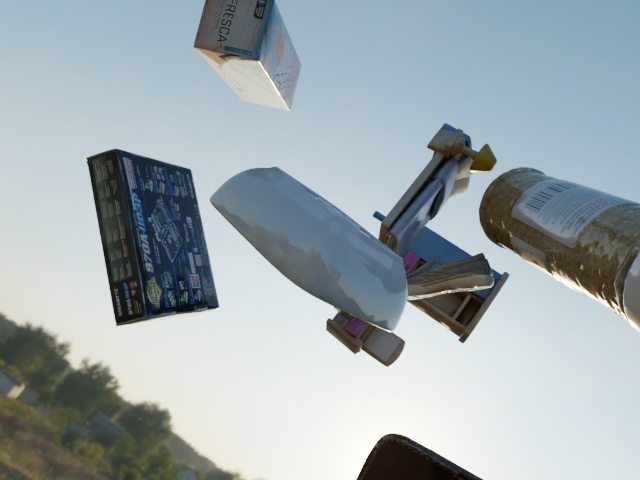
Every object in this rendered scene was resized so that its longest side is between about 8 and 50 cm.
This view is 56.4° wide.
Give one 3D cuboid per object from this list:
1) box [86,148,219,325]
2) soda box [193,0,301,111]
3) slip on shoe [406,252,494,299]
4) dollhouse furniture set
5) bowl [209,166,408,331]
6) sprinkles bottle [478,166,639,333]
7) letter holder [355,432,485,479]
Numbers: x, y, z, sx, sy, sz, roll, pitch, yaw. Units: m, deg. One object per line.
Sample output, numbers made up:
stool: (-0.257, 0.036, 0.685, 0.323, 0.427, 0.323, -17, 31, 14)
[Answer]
box: (-0.221, -0.002, 0.813, 0.051, 0.220, 0.175, -15, -7, 19)
soda box: (-0.065, -0.183, 0.596, 0.063, 0.058, 0.183, 14, 0, 6)
slip on shoe: (0.128, 0.042, 0.685, 0.136, 0.041, 0.051, -9, -12, 5)
dollhouse furniture set: (0.171, 0.037, 0.888, 0.198, 0.286, 0.303, 34, -22, 16)
bowl: (0.000, 0.000, 0.452, 0.142, 0.053, 0.142, 30, 9, -47)
sprinkles bottle: (0.310, 0.003, 0.676, 0.121, 0.121, 0.355, 43, 4, -20)
letter holder: (0.035, 0.294, 0.339, 0.215, 0.301, 0.152, 21, 7, 36)
